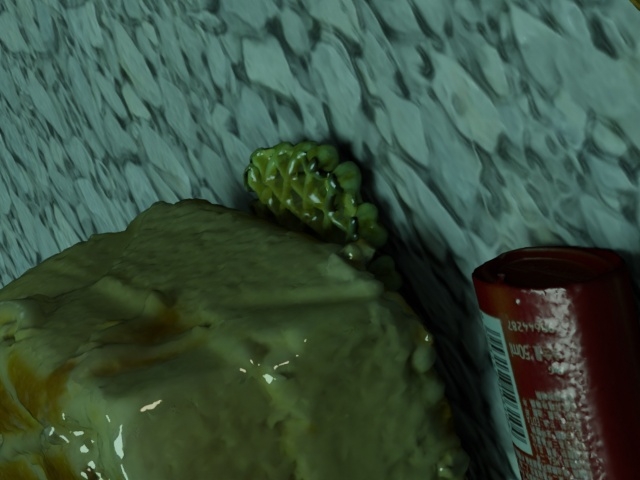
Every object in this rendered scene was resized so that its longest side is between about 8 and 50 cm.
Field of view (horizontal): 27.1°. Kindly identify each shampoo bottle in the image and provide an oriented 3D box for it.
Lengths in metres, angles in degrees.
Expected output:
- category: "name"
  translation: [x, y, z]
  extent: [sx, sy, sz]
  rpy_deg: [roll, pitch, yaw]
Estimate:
- category: "shampoo bottle"
  translation: [0.176, 0.158, 0.845]
  extent: [0.118, 0.076, 0.314]
  rpy_deg: [4, 112, 57]

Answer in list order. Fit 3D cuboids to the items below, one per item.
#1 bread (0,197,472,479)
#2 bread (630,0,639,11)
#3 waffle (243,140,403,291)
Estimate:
- category: "bread"
  translation: [-0.084, 0.185, 1.063]
  extent: [0.390, 0.279, 0.371]
  rpy_deg: [17, 133, 51]
- category: "bread"
  translation: [0.171, -0.186, 0.437]
  extent: [0.143, 0.229, 0.139]
  rpy_deg: [49, -179, 17]
- category: "waffle"
  translation: [0.000, 0.000, 1.074]
  extent: [0.183, 0.036, 0.169]
  rpy_deg: [1, 112, 61]
